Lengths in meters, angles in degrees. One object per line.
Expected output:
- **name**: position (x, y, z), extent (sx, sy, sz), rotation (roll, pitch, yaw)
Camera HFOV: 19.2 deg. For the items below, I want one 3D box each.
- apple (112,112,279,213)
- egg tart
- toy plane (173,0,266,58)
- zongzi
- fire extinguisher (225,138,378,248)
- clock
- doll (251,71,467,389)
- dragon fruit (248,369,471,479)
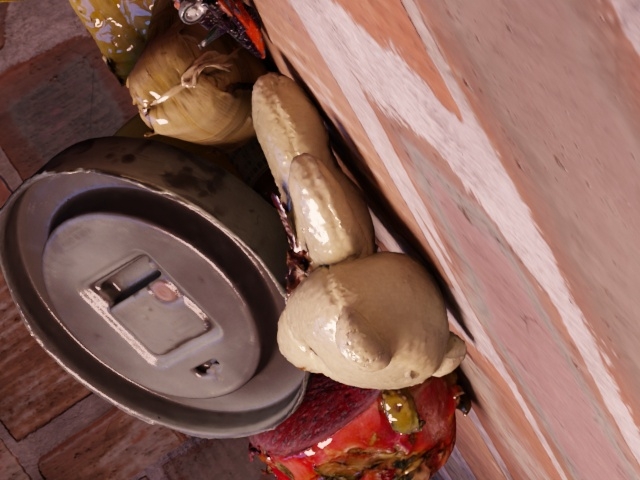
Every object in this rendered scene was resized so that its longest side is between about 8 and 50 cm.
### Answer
- **apple**: position (-0.108, -0.012, 1.898), extent (0.279, 0.279, 0.279), rotation (55, 176, 7)
- **egg tart**: position (-0.203, -0.257, 1.944), extent (0.290, 0.115, 0.290), rotation (57, 175, 7)
- **toy plane**: position (-0.088, -0.191, 1.500), extent (0.130, 0.061, 0.189), rotation (52, 174, 35)
- **zongzi**: position (-0.121, -0.175, 1.629), extent (0.197, 0.099, 0.194), rotation (65, -166, 7)
- **fire extinguisher**: position (-0.034, -0.088, 1.754), extent (0.252, 0.106, 0.075), rotation (54, 137, 14)
- **clock**: position (-0.145, 0.046, 1.726), extent (0.325, 0.067, 0.325), rotation (18, 137, 17)
- **doll**: position (0.000, 0.001, 1.565), extent (0.175, 0.149, 0.278), rotation (4, -121, -54)
- **dragon fruit**: position (0.039, 0.174, 1.835), extent (0.147, 0.211, 0.282), rotation (49, 157, -23)
